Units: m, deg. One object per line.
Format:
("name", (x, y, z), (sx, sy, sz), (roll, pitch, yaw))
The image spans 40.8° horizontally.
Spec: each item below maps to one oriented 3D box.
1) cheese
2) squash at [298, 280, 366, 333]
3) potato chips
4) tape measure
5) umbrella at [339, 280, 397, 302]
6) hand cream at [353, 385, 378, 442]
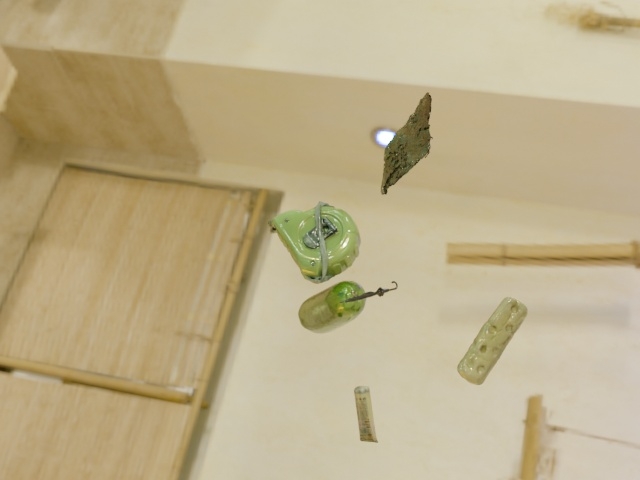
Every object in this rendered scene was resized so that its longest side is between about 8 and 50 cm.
("cheese", (0.344, 0.200, 1.723), (0.194, 0.065, 0.043), (-53, -168, -9))
("squash", (0.019, 0.162, 2.010), (0.379, 0.101, 0.101), (149, -45, -68))
("potato chips", (0.159, -0.172, 1.548), (0.209, 0.026, 0.142), (-59, -154, -1))
("tape measure", (0.000, 0.000, 1.916), (0.200, 0.175, 0.106), (58, -7, 36))
("umbrella", (0.104, 0.115, 1.802), (0.022, 0.149, 0.022), (-22, -93, 62))
("hand cream", (0.113, 0.431, 2.137), (0.039, 0.061, 0.143), (-12, 95, -47))
